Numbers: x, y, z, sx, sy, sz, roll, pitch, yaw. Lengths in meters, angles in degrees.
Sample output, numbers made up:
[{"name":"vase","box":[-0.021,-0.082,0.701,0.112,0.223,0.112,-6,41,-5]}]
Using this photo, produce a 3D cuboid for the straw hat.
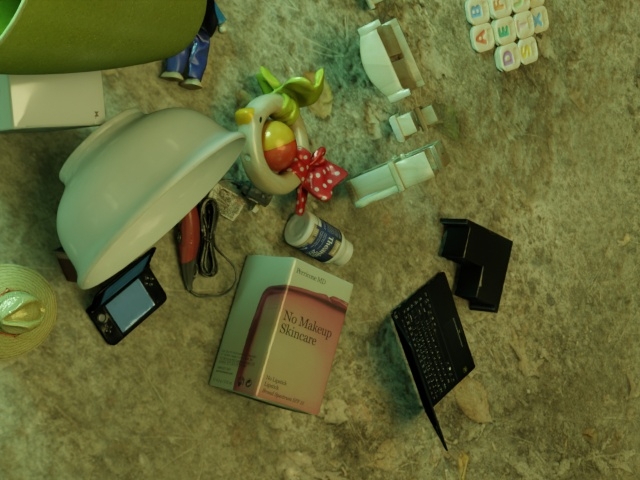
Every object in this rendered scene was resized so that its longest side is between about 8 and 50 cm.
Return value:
[{"name":"straw hat","box":[-0.413,0.099,1.288,0.145,0.061,0.144,-3,94,-42]}]

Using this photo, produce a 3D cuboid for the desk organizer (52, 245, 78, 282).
[{"name":"desk organizer","box":[-0.318,0.010,1.381,0.130,0.047,0.050,-33,115,-36]}]

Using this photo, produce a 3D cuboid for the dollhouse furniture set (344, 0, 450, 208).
[{"name":"dollhouse furniture set","box":[0.072,-0.258,1.647,0.355,0.174,0.303,66,18,-6]}]

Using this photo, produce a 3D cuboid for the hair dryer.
[{"name":"hair dryer","box":[-0.198,-0.053,1.464,0.293,0.080,0.223,36,69,-37]}]

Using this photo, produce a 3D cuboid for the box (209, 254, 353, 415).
[{"name":"box","box":[-0.062,0.155,1.562,0.149,0.127,0.232,25,75,-39]}]

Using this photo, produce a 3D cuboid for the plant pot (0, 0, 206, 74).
[{"name":"plant pot","box":[-0.284,-0.306,1.105,0.294,0.275,0.274,5,88,-53]}]

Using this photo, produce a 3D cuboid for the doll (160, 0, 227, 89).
[{"name":"doll","box":[-0.202,-0.337,1.474,0.129,0.046,0.188,17,81,-42]}]

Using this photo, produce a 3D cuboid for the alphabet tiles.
[{"name":"alphabet tiles","box":[0.404,-0.513,2.031,0.278,0.021,0.284,-24,107,-39]}]

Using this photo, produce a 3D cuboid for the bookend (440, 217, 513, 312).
[{"name":"bookend","box":[0.304,0.052,1.925,0.156,0.072,0.157,21,78,-40]}]

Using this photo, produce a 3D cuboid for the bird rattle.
[{"name":"bird rattle","box":[-0.067,-0.155,1.547,0.207,0.143,0.253,-32,123,-51]}]

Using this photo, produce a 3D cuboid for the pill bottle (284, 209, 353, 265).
[{"name":"pill bottle","box":[0.000,0.000,1.652,0.120,0.067,0.067,30,72,-38]}]

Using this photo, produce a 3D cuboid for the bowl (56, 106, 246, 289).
[{"name":"bowl","box":[-0.249,-0.082,1.260,0.134,0.298,0.298,47,57,1]}]

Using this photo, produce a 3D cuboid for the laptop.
[{"name":"laptop","box":[0.239,0.225,1.830,0.264,0.137,0.234,-34,114,-36]}]

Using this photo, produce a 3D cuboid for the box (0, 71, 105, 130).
[{"name":"box","box":[-0.381,-0.188,1.234,0.130,0.171,0.091,-9,97,-42]}]

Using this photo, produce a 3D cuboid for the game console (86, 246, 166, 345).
[{"name":"game console","box":[-0.279,0.084,1.402,0.122,0.071,0.107,-43,118,-32]}]
